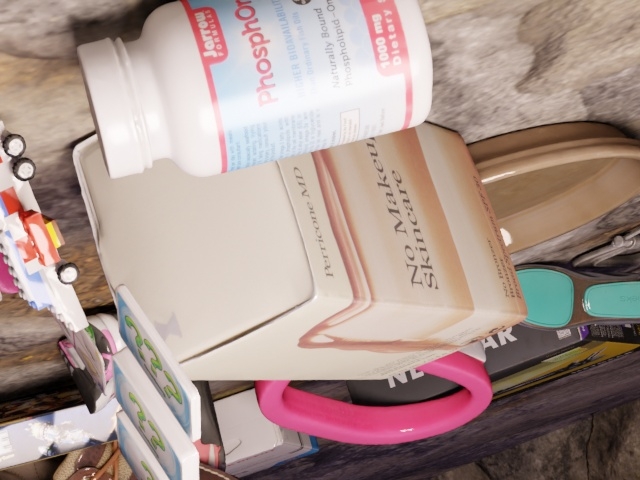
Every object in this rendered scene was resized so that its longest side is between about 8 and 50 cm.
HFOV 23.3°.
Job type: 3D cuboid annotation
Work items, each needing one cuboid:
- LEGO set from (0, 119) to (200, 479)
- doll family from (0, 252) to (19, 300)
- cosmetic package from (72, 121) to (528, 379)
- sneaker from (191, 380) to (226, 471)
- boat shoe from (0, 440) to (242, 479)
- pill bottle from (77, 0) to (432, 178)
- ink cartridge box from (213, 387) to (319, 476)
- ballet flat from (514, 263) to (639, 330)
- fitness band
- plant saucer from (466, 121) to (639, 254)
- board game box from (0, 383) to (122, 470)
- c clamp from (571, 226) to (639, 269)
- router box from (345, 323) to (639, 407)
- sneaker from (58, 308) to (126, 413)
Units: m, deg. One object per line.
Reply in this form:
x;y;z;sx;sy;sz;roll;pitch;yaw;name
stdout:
-0.146;0.044;0.854;0.060;0.244;0.182;-27;153;-21;LEGO set
-0.314;0.046;0.929;0.163;0.118;0.263;-33;178;31;doll family
0.000;0.000;0.976;0.129;0.153;0.296;-26;165;26;cosmetic package
-0.198;0.230;1.708;0.136;0.116;0.314;-9;164;-23;sneaker
-0.235;0.243;1.572;0.341;0.123;0.123;8;136;8;boat shoe
-0.032;-0.081;0.754;0.160;0.087;0.087;-15;166;-9;pill bottle
-0.096;0.246;1.954;0.139;0.082;0.190;-19;165;9;ink cartridge box
0.263;0.061;1.659;0.203;0.074;0.074;3;160;-19;ballet flat
0.062;0.160;1.710;0.209;0.054;0.290;-33;143;32;fitness band
0.134;-0.029;1.242;0.277;0.041;0.278;-15;165;-4;plant saucer
-0.254;0.170;1.465;0.243;0.042;0.165;-13;-176;-17;board game box
0.344;0.009;1.669;0.137;0.022;0.160;-26;163;33;c clamp
0.218;0.141;1.909;0.308;0.081;0.243;-24;164;27;router box
-0.170;0.098;1.332;0.077;0.072;0.178;-22;175;-22;sneaker
